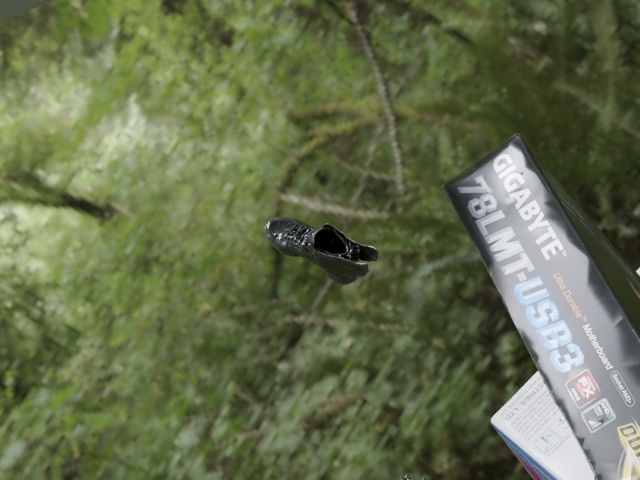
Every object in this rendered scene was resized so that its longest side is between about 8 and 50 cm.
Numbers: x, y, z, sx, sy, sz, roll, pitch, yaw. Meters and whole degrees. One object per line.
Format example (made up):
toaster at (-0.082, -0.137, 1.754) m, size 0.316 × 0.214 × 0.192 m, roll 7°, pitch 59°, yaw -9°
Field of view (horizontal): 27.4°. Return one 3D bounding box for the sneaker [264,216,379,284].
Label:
sneaker at (-0.002, 0.002, 1.666) m, size 0.051 × 0.170 × 0.089 m, roll -52°, pitch -20°, yaw -19°

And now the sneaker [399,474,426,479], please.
sneaker at (0.199, 0.373, 1.645) m, size 0.078 × 0.234 × 0.106 m, roll -178°, pitch 104°, yaw -87°

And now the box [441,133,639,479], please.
box at (0.220, 0.112, 0.868) m, size 0.073 × 0.295 × 0.293 m, roll -35°, pitch 48°, yaw 14°

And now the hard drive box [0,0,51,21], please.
hard drive box at (-0.240, -0.228, 0.868) m, size 0.232 × 0.089 × 0.181 m, roll -8°, pitch 57°, yaw 45°

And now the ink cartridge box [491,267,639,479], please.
ink cartridge box at (0.389, 0.213, 1.270) m, size 0.270 × 0.151 × 0.395 m, roll -45°, pitch 33°, yaw -4°
